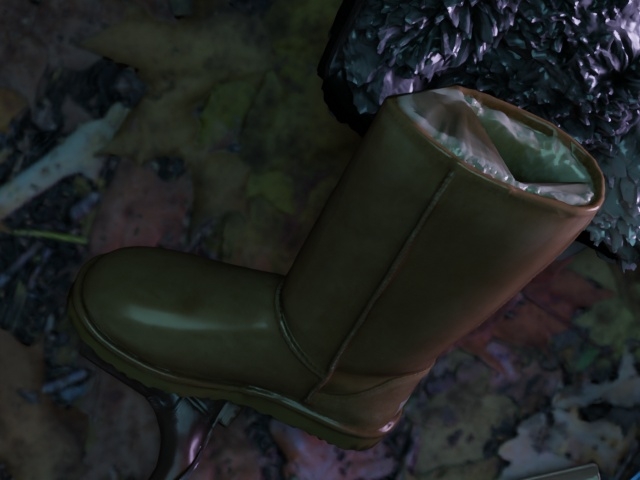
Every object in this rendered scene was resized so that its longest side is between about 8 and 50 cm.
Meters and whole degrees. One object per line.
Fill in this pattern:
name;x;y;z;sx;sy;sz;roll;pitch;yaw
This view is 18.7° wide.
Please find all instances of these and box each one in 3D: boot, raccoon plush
boot;-0.117;0.099;1.226;0.114;0.037;0.106;41;72;-7
boot;0.000;0.000;1.133;0.236;0.269;0.089;19;49;-13
raccoon plush;0.190;-0.149;1.104;0.299;0.446;0.216;24;54;-6

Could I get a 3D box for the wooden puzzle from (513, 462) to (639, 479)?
wooden puzzle;0.154;0.186;1.267;0.116;0.014;0.079;-5;93;-6
